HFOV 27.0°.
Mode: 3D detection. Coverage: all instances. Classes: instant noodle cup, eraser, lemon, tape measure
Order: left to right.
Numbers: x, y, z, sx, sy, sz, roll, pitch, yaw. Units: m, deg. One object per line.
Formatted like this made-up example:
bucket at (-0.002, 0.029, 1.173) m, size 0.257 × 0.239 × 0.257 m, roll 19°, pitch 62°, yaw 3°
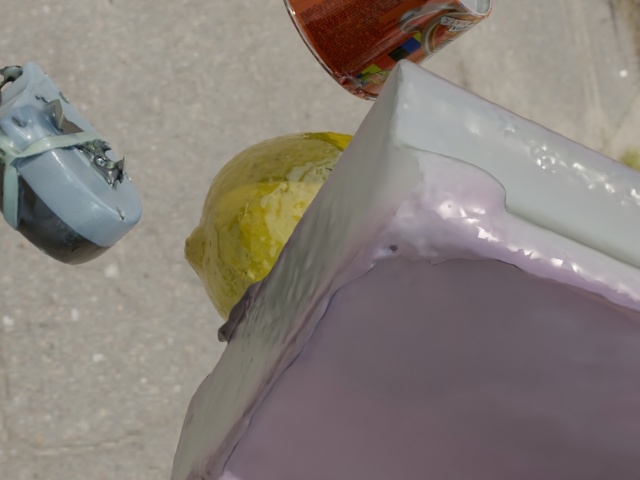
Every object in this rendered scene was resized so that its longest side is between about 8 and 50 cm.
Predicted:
tape measure at (-0.256, -0.068, 1.297) m, size 0.181 × 0.107 × 0.182 m, roll 45°, pitch 12°, yaw -27°
lemon at (0.000, 0.000, 1.516) m, size 0.311 × 0.253 × 0.253 m, roll -11°, pitch 93°, yaw -14°
instant noodle cup at (0.092, -0.331, 1.739) m, size 0.250 × 0.192 × 0.250 m, roll 39°, pitch 37°, yaw -37°
eraser at (0.134, 0.105, 0.673) m, size 0.359 × 0.272 × 0.122 m, roll 25°, pitch 37°, yaw -13°
